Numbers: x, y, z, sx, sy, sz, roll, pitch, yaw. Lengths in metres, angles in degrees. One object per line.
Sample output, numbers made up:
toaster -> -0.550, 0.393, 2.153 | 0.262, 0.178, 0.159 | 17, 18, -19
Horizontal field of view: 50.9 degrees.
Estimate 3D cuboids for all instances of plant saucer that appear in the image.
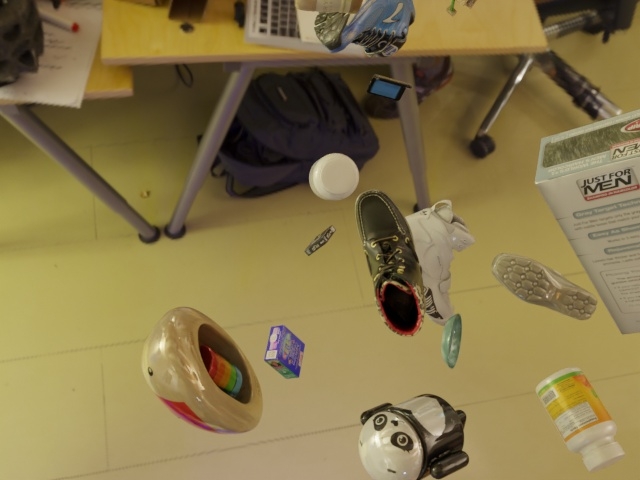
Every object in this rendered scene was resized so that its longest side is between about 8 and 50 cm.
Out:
plant saucer -> 0.278, 0.213, 1.431 | 0.021, 0.119, 0.119 | 5, 61, 23

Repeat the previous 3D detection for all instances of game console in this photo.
game console -> 0.225, -0.497, 2.211 | 0.122, 0.071, 0.107 | 12, 20, -12

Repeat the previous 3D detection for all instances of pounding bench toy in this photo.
pounding bench toy -> 0.265, -0.468, 1.279 | 0.052, 0.083, 0.065 | 42, 26, 12

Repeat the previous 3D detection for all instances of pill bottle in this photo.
pill bottle -> 0.687, 0.472, 1.770 | 0.136, 0.136, 0.246 | -15, 56, -13
pill bottle -> 0.026, -0.119, 1.267 | 0.087, 0.160, 0.087 | 0, 94, -5

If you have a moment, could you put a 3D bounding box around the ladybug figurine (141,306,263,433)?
ladybug figurine -> -0.296, 0.346, 1.688 | 0.161, 0.449, 0.305 | -26, 47, 11

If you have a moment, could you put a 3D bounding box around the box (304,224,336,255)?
box -> 0.000, 0.000, 1.708 | 0.018, 0.067, 0.083 | 49, 31, -7

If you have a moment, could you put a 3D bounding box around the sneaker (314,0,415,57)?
sneaker -> 0.110, -0.425, 1.307 | 0.330, 0.129, 0.147 | -45, 115, -44

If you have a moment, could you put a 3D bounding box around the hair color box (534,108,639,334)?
hair color box -> 0.497, -0.016, 1.039 | 0.374, 0.185, 0.114 | 49, 45, -30

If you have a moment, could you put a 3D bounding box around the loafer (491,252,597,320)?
loafer -> 0.582, 0.120, 1.785 | 0.319, 0.111, 0.112 | 28, 95, -14

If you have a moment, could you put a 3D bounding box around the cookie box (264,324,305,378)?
cookie box -> -0.084, 0.268, 1.607 | 0.040, 0.107, 0.092 | -10, 51, 28

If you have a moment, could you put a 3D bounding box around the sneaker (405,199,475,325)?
sneaker -> 0.325, 0.061, 1.792 | 0.210, 0.366, 0.137 | -29, 26, 10

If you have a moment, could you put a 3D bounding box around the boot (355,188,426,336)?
boot -> 0.111, 0.032, 1.048 | 0.085, 0.178, 0.237 | -18, 91, 9

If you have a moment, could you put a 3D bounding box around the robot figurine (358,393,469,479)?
robot figurine -> 0.213, 0.445, 1.518 | 0.278, 0.209, 0.174 | -8, 75, -42

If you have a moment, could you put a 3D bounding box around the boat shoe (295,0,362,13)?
boat shoe -> 0.006, -0.451, 0.873 | 0.098, 0.109, 0.303 | -1, 94, -5
